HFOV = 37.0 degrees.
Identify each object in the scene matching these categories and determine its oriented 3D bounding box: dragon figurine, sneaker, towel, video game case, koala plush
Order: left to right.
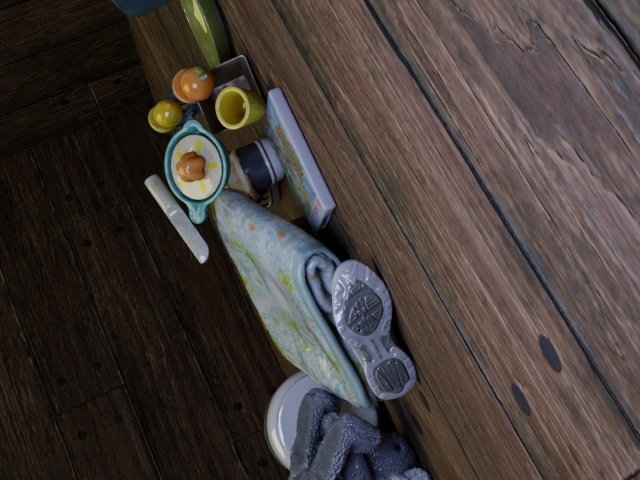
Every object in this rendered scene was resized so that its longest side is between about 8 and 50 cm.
[{"bbox_3d":[-0.265,-0.299,2.043,0.085,0.144,0.289,67,171,-5],"label":"dragon figurine"},{"bbox_3d":[-0.153,-0.124,1.920,0.126,0.127,0.321,64,172,6],"label":"sneaker"},{"bbox_3d":[-0.038,-0.125,1.571,0.193,0.023,0.213,115,130,-78],"label":"video game case"},{"bbox_3d":[-0.039,0.107,1.682,0.320,0.090,0.375,29,148,49],"label":"towel"},{"bbox_3d":[0.076,0.392,1.705,0.196,0.221,0.203,25,100,61],"label":"koala plush"},{"bbox_3d":[0.064,0.124,1.431,0.115,0.090,0.232,-126,16,-66],"label":"sneaker"}]

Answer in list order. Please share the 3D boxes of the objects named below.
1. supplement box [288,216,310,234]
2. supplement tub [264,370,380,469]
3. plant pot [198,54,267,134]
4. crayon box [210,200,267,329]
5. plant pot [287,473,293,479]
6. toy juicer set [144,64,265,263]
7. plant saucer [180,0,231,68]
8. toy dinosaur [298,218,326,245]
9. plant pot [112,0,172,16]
[{"bbox_3d":[-0.048,0.046,1.893,0.233,0.080,0.078,89,156,-64],"label":"supplement box"},{"bbox_3d":[0.001,0.375,1.964,0.316,0.228,0.228,112,133,-78],"label":"supplement tub"},{"bbox_3d":[-0.159,-0.255,1.709,0.096,0.109,0.109,-68,-45,-86],"label":"plant pot"},{"bbox_3d":[-0.173,0.020,2.448,0.313,0.106,0.363,61,170,23],"label":"crayon box"},{"bbox_3d":[0.052,0.633,2.334,0.247,0.247,0.252,-132,38,-62],"label":"plant pot"},{"bbox_3d":[-0.236,-0.144,1.638,0.209,0.089,0.329,34,116,23],"label":"toy juicer set"},{"bbox_3d":[-0.221,-0.426,1.814,0.241,0.037,0.241,62,170,20],"label":"plant saucer"},{"bbox_3d":[0.000,0.000,1.692,0.082,0.047,0.090,59,-155,-11],"label":"toy dinosaur"},{"bbox_3d":[-0.393,-0.590,2.029,0.166,0.165,0.234,64,178,15],"label":"plant pot"}]
